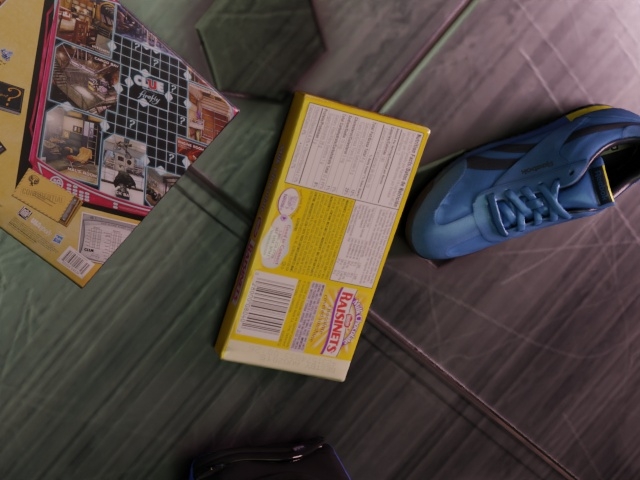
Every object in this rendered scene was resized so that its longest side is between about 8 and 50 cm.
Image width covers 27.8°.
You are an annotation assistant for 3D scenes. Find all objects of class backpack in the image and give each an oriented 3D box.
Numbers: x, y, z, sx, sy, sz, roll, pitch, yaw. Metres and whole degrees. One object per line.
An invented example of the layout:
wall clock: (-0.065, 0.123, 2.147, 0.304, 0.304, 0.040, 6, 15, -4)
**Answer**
backpack: (-0.042, 0.212, 0.972, 0.120, 0.098, 0.101, 3, 110, -22)

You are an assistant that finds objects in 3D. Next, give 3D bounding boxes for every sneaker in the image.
sneaker: (0.165, -0.040, 0.974, 0.209, 0.082, 0.069, -25, 117, -9)

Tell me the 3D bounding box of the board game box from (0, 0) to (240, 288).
board game box: (-0.192, -0.102, 0.829, 0.165, 0.042, 0.243, -48, 122, 1)

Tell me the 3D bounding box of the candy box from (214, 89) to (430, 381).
candy box: (0.000, 0.000, 0.955, 0.105, 0.027, 0.206, 13, 103, -26)
